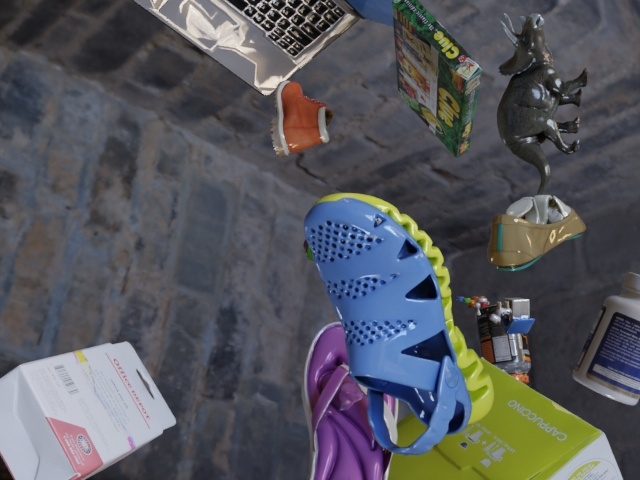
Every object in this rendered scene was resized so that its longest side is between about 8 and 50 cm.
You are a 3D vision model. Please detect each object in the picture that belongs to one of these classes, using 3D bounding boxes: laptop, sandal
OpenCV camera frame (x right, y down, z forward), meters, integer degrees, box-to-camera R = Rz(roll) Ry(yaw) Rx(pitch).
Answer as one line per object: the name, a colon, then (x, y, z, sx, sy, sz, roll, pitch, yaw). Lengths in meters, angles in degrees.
laptop: (-0.095, -0.376, 1.248, 0.408, 0.382, 0.236, -33, 41, 32)
sandal: (0.055, 0.308, 1.300, 0.102, 0.169, 0.416, 101, 171, -54)
sandal: (0.074, 0.097, 0.816, 0.126, 0.317, 0.138, -15, 21, 45)

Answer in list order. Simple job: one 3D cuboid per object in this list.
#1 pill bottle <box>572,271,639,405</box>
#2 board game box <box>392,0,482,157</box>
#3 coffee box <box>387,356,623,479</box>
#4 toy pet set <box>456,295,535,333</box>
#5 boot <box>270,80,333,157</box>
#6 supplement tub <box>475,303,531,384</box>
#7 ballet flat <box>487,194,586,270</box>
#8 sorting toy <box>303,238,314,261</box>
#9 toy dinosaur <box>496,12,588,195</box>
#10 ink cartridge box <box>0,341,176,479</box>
pill bottle: (0.427, 0.134, 1.095, 0.094, 0.094, 0.169, 29, 97, 54)
board game box: (0.148, -0.204, 1.021, 0.030, 0.259, 0.136, -41, 74, -4)
coffee box: (0.320, 0.481, 1.422, 0.338, 0.334, 0.338, -35, 26, -13)
toy pet set: (0.323, 0.139, 1.448, 0.122, 0.114, 0.065, -173, 82, -79)
boot: (-0.023, -0.179, 1.118, 0.085, 0.059, 0.158, -13, 43, 10)
supplement tub: (0.448, 0.259, 1.928, 0.117, 0.117, 0.190, -23, 64, 42)
ballet flat: (0.277, -0.023, 0.989, 0.080, 0.232, 0.073, -3, 100, 34)
sorting toy: (0.000, 0.000, 1.375, 0.042, 0.102, 0.061, 24, 130, 37)
toy dinosaur: (0.373, -0.226, 1.374, 0.160, 0.121, 0.313, 8, 89, 12)
ink cartridge box: (-0.235, 0.173, 0.789, 0.067, 0.198, 0.115, -34, 81, 13)
